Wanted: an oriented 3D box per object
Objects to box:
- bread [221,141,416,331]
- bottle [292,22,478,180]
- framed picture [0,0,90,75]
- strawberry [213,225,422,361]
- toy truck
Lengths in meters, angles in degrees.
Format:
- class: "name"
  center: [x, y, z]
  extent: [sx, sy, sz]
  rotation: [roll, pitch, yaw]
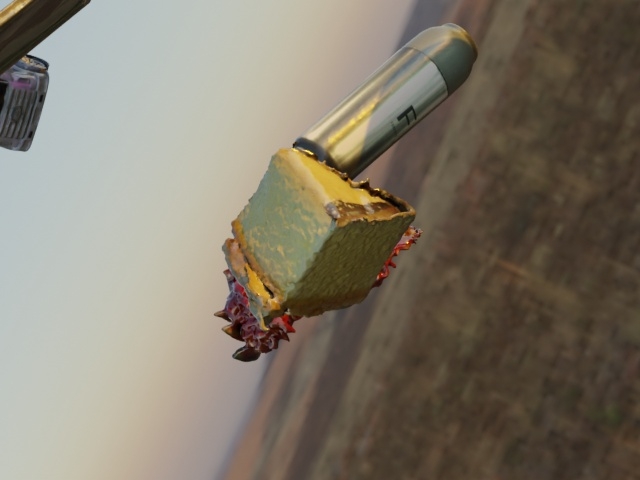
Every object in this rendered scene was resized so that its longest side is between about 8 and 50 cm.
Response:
- class: "bread"
  center: [0.000, 0.000, 1.568]
  extent: [0.147, 0.152, 0.127]
  rotation: [-55, 46, 31]
- class: "bottle"
  center: [0.076, -0.150, 1.901]
  extent: [0.253, 0.079, 0.096]
  rotation: [-42, -20, -22]
- class: "framed picture"
  center: [-0.283, -0.207, 1.601]
  extent: [0.203, 0.015, 0.150]
  rotation: [-44, -1, -26]
- class: "strawberry"
  center: [-0.010, 0.018, 2.269]
  extent: [0.306, 0.138, 0.233]
  rotation: [-35, 12, 22]
- class: "toy truck"
  center: [-0.466, -0.209, 2.088]
  extent: [0.155, 0.268, 0.124]
  rotation: [3, -68, -44]
